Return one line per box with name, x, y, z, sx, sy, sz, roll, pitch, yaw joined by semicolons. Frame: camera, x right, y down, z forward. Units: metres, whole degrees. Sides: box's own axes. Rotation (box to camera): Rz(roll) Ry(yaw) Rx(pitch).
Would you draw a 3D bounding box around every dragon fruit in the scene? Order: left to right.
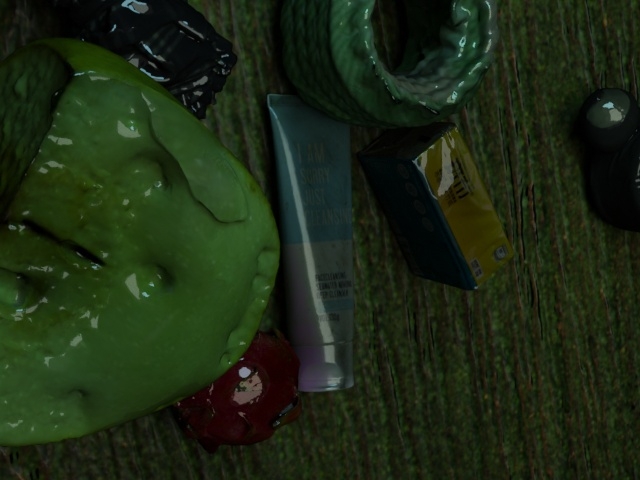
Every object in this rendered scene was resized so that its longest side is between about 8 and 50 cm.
dragon fruit;-0.079;0.145;1.321;0.166;0.133;0.136;-4;106;-61

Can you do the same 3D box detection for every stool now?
stool;0.403;-0.088;1.576;0.228;0.139;0.153;16;87;-35

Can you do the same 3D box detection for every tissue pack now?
tissue pack;0.128;-0.042;1.426;0.082;0.120;0.169;-35;112;-21

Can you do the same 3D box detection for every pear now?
pear;-0.190;0.012;1.169;0.318;0.238;0.342;22;103;-34

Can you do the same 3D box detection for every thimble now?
thimble;0.072;-0.224;1.344;0.219;0.150;0.219;-3;95;-34

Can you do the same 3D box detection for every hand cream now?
hand cream;0.000;0.000;1.388;0.111;0.070;0.312;-6;96;-36

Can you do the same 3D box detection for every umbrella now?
umbrella;-0.224;-0.225;1.181;0.336;0.128;0.154;33;69;-35
